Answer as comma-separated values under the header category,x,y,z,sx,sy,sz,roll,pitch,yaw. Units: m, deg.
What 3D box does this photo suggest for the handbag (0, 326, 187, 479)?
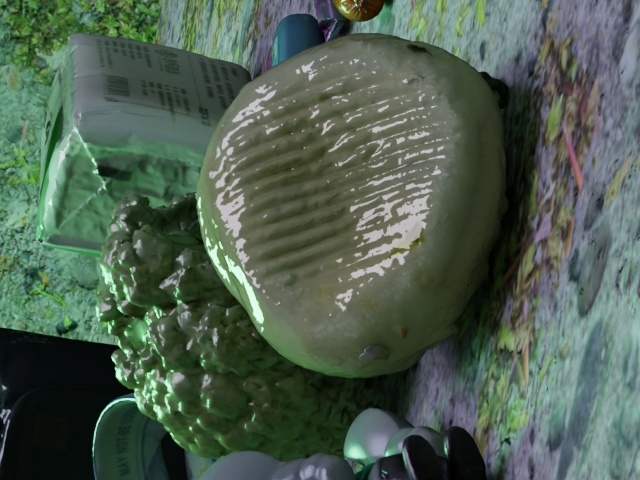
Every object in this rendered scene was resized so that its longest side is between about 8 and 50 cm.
category,x,y,z,sx,sy,sz,roll,pitch,yaw
handbag,-0.250,0.230,2.213,0.275,0.302,0.178,-104,31,-49

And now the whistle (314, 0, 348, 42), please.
category,x,y,z,sx,sy,sz,roll,pitch,yaw
whistle,0.008,-0.264,2.162,0.176,0.033,0.033,-100,23,-57

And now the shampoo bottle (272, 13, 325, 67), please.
category,x,y,z,sx,sy,sz,roll,pitch,yaw
shampoo bottle,-0.022,-0.117,2.093,0.104,0.061,0.258,92,179,-49

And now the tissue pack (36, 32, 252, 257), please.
category,x,y,z,sx,sy,sz,roll,pitch,yaw
tissue pack,-0.210,-0.108,2.472,0.356,0.266,0.194,-106,29,-65

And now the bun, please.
category,x,y,z,sx,sy,sz,roll,pitch,yaw
bun,0.029,-0.024,1.490,0.160,0.259,0.259,19,-100,-65

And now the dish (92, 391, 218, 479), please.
category,x,y,z,sx,sy,sz,roll,pitch,yaw
dish,-0.092,0.254,1.937,0.273,0.134,0.273,29,131,40

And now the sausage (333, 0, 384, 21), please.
category,x,y,z,sx,sy,sz,roll,pitch,yaw
sausage,0.023,-0.288,2.064,0.348,0.053,0.053,-109,31,-67

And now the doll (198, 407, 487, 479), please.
category,x,y,z,sx,sy,sz,roll,pitch,yaw
doll,0.032,0.190,1.457,0.258,0.195,0.153,-30,66,28

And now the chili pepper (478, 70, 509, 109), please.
category,x,y,z,sx,sy,sz,roll,pitch,yaw
chili pepper,0.113,-0.099,1.539,0.118,0.035,0.055,121,162,-55

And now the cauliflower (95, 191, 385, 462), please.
category,x,y,z,sx,sy,sz,roll,pitch,yaw
cauliflower,-0.060,0.057,1.693,0.327,0.260,0.281,62,-140,-42
